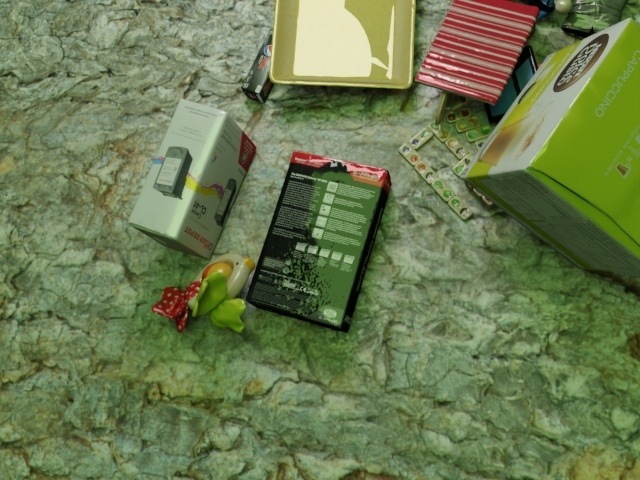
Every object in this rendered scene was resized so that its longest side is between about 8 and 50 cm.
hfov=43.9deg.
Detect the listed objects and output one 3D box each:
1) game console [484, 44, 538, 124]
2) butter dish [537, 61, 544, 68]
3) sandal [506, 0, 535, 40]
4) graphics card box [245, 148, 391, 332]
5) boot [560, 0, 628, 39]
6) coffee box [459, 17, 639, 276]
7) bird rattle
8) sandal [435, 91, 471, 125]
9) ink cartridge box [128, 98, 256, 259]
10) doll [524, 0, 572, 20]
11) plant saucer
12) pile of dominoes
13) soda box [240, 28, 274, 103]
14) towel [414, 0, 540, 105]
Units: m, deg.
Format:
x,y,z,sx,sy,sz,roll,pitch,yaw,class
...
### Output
x,y,z,sx,sy,sz,roll,pitch,yaw,class
0.431,-0.351,1.797,0.085,0.124,0.144,-6,73,-18,game console
0.552,-0.351,1.752,0.160,0.118,0.160,-12,73,7,butter dish
0.417,-0.526,1.861,0.090,0.060,0.219,-44,58,-8,sandal
0.000,0.000,1.785,0.233,0.094,0.370,14,78,15,graphics card box
0.584,-0.555,1.823,0.247,0.083,0.161,21,89,19,boot
0.545,-0.163,1.535,0.338,0.334,0.337,36,86,-9,coffee box
-0.242,0.118,1.775,0.143,0.253,0.207,47,62,-21,bird rattle
0.340,-0.362,1.814,0.079,0.088,0.240,19,73,15,sandal
-0.284,-0.133,1.808,0.131,0.226,0.306,17,81,16,ink cartridge box
0.500,-0.566,1.825,0.046,0.129,0.189,-22,46,-35,doll
0.057,-0.505,1.895,0.333,0.081,0.332,3,76,4,plant saucer
0.327,-0.186,1.796,0.196,0.040,0.251,-40,72,-1,pile of dominoes
-0.130,-0.425,1.938,0.053,0.060,0.169,24,82,15,soda box
0.353,-0.437,1.778,0.199,0.031,0.274,21,72,21,towel
